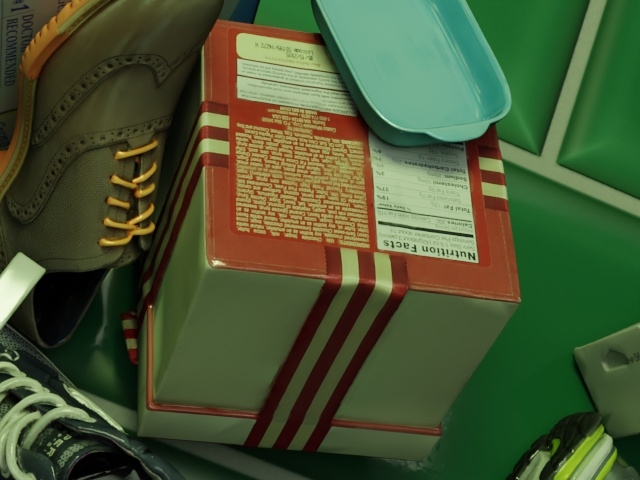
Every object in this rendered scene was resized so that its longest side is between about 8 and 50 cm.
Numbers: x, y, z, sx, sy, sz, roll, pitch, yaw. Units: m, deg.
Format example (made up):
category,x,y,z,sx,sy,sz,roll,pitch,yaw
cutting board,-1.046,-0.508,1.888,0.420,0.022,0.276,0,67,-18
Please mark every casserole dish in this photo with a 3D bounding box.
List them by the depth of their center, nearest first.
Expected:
category,x,y,z,sx,sy,sz,roll,pitch,yaw
casserole dish,0.058,-0.134,1.189,0.114,0.037,0.188,-9,59,-26

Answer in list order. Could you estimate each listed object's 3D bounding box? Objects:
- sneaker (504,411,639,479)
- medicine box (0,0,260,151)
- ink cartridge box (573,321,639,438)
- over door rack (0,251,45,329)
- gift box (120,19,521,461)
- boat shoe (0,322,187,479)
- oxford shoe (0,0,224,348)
category,x,y,z,sx,sy,sz,roll,pitch,yaw
sneaker,0.162,0.276,1.303,0.121,0.111,0.300,42,72,-5
medicine box,-0.201,-0.187,1.235,0.289,0.263,0.149,-18,71,-18
ink cartridge box,0.329,0.083,1.373,0.203,0.148,0.085,-20,83,-18
over door rack,-0.359,0.077,1.111,0.239,0.324,0.108,34,38,-4
gift box,0.000,0.000,1.259,0.255,0.258,0.276,11,51,-12
boat shoe,-0.212,0.131,1.213,0.340,0.158,0.127,38,69,-3
oxford shoe,-0.142,-0.060,1.179,0.130,0.363,0.132,-17,66,-39
